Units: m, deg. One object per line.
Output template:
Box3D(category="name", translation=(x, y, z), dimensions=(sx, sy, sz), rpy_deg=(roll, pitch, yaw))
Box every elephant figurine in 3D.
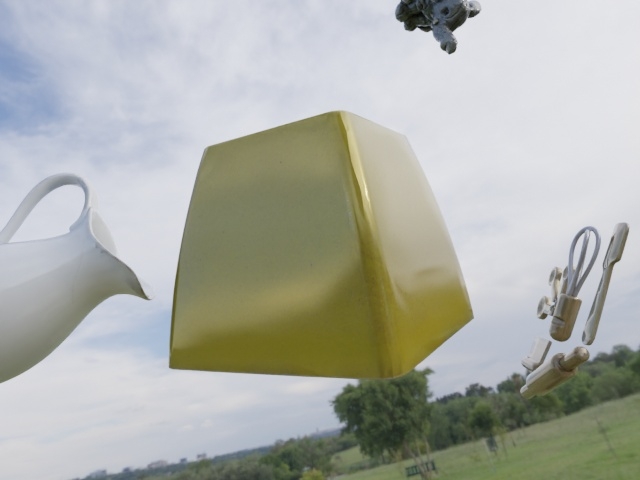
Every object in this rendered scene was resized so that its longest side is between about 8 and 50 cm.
Box3D(category="elephant figurine", translation=(0.316, -0.581, 1.162), dimensions=(0.169, 0.239, 0.186), rpy_deg=(-13, -55, -29))

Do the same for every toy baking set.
Box3D(category="toy baking set", translation=(0.305, 0.090, 0.592), dimensions=(0.030, 0.197, 0.256), rpy_deg=(16, -28, 10))

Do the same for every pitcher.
Box3D(category="pitcher", translation=(-0.299, 0.035, 0.462), dimensions=(0.207, 0.178, 0.125), rpy_deg=(-30, -22, -13))

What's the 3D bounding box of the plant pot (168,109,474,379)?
Box3D(category="plant pot", translation=(0.000, 0.000, 0.428), dimensions=(0.212, 0.187, 0.212), rpy_deg=(-8, -2, 31))
